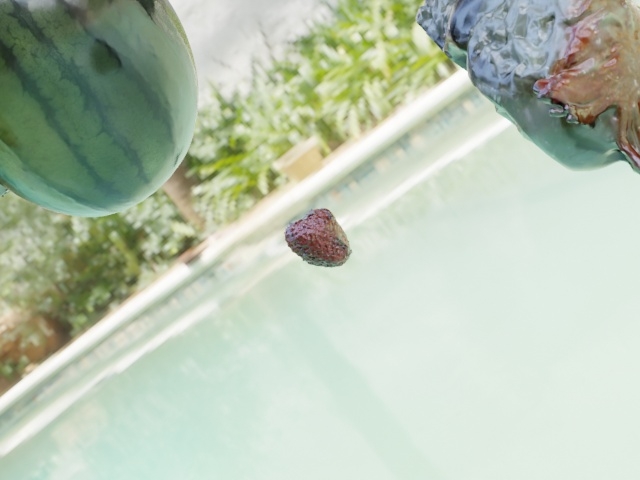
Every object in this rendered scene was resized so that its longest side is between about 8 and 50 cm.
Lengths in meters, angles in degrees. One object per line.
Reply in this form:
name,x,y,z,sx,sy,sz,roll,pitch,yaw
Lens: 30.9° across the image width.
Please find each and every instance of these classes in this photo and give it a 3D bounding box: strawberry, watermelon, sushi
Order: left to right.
watermelon,-0.290,-0.196,1.273,0.279,0.359,0.279,-22,35,16
strawberry,0.000,0.000,1.647,0.083,0.096,0.083,-40,-27,-26
sushi,0.162,-0.155,0.877,0.130,0.124,0.332,-58,27,13

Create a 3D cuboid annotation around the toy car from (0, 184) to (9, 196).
toy car,-0.464,-0.173,1.396,0.193,0.301,0.118,-44,21,-27
